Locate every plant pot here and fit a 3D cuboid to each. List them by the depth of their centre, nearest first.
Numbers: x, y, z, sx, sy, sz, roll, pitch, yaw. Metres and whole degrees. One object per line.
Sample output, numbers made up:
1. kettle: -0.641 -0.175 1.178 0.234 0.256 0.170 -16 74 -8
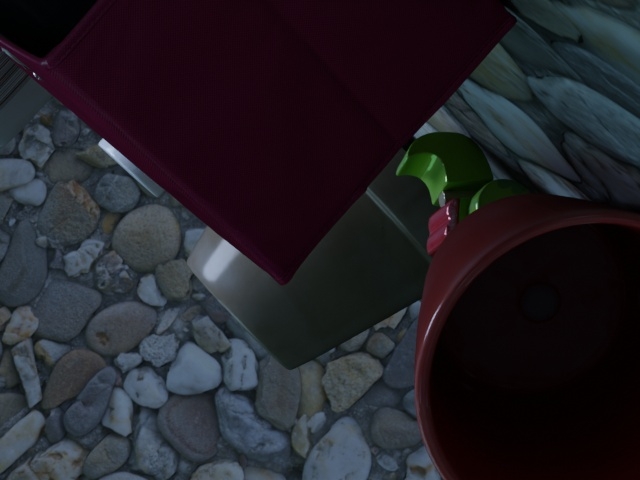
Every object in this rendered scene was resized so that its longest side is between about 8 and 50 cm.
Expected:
1. plant pot: 0.199 0.080 1.414 0.275 0.275 0.243 43 -172 -12
2. plant pot: 0.000 0.000 2.074 0.323 0.280 0.323 45 179 1

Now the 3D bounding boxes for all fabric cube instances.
1. fabric cube: -0.078 -0.174 1.157 0.258 0.259 0.254 45 175 -41

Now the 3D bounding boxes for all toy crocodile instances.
1. toy crocodile: 0.152 0.055 1.629 0.115 0.105 0.341 137 128 -64

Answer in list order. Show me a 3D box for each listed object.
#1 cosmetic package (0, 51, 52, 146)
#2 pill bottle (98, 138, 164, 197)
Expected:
1. cosmetic package: -0.372 -0.358 1.588 0.393 0.327 0.329 41 176 8
2. pill bottle: -0.156 -0.176 2.091 0.136 0.246 0.136 42 177 3
